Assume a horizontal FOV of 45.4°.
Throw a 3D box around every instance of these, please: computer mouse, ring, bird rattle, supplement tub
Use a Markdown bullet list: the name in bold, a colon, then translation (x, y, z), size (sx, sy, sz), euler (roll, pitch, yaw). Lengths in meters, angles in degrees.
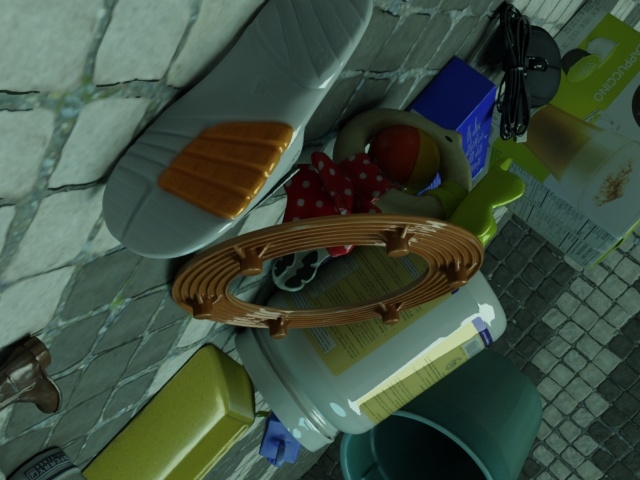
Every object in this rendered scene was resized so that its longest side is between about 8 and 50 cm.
- **computer mouse**: translation (0.320, -0.250, 1.148), size (0.272, 0.072, 0.188), euler (-29, 118, -66)
- **ring**: translation (0.010, 0.052, 0.827), size (0.337, 0.032, 0.336), euler (-6, 159, -2)
- **bird rattle**: translation (0.083, -0.063, 0.856), size (0.143, 0.254, 0.206), euler (103, -7, -49)
- **supplement tub**: translation (0.069, 0.125, 1.105), size (0.331, 0.241, 0.241), euler (-35, 165, 1)

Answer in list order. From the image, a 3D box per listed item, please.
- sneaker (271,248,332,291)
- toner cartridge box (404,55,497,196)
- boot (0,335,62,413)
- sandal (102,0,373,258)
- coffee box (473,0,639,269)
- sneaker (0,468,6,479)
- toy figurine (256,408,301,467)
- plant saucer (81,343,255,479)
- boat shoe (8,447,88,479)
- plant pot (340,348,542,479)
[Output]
- **sneaker**: translation (0.000, 0.000, 1.044), size (0.170, 0.068, 0.071), euler (-39, 180, -2)
- **toner cartridge box**: translation (0.179, -0.129, 1.171), size (0.165, 0.075, 0.348), euler (-47, 165, -4)
- **boot**: translation (-0.274, 0.143, 0.635), size (0.114, 0.037, 0.106), euler (-41, 151, -37)
- **sandal**: translation (-0.048, -0.086, 0.584), size (0.265, 0.102, 0.076), euler (-49, 162, -6)
- **coffee box**: translation (0.537, -0.190, 1.525), size (0.337, 0.334, 0.338), euler (-48, 165, -3)
- **sneaker**: translation (-0.355, 0.232, 0.579), size (0.237, 0.085, 0.086), euler (-23, 116, -47)
- **toy figurine**: translation (-0.015, 0.282, 1.288), size (0.217, 0.191, 0.362), euler (-66, 177, -48)
- **plant saucer**: translation (-0.223, 0.324, 1.148), size (0.332, 0.081, 0.333), euler (-46, 165, -9)
- **boat shoe**: translation (-0.333, 0.413, 0.904), size (0.367, 0.156, 0.136), euler (-57, 163, 26)
- **plant pot**: translation (0.273, 0.403, 1.549), size (0.334, 0.341, 0.341), euler (-33, 158, -47)
